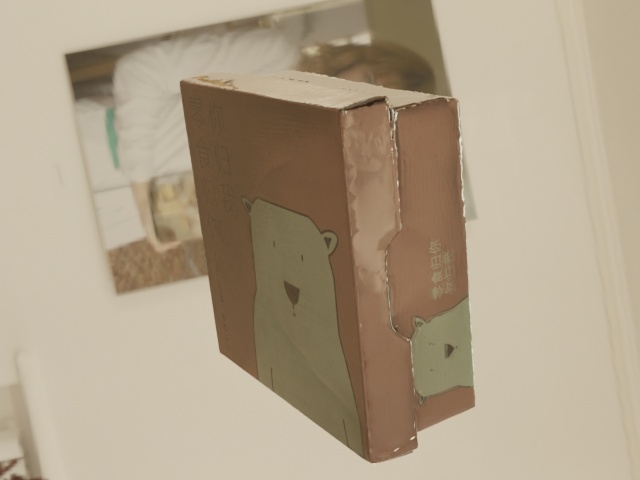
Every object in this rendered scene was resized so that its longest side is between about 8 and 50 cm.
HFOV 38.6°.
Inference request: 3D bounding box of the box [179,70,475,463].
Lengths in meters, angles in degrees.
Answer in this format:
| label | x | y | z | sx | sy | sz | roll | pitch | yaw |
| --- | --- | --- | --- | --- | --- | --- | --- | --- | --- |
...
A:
| label | x | y | z | sx | sy | sz | roll | pitch | yaw |
| --- | --- | --- | --- | --- | --- | --- | --- | --- | --- |
| box | 0.000 | 0.000 | 0.596 | 0.215 | 0.086 | 0.215 | 22 | -58 | 56 |
